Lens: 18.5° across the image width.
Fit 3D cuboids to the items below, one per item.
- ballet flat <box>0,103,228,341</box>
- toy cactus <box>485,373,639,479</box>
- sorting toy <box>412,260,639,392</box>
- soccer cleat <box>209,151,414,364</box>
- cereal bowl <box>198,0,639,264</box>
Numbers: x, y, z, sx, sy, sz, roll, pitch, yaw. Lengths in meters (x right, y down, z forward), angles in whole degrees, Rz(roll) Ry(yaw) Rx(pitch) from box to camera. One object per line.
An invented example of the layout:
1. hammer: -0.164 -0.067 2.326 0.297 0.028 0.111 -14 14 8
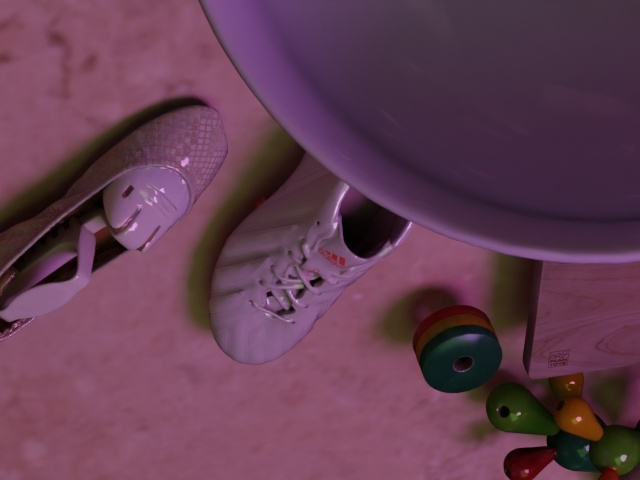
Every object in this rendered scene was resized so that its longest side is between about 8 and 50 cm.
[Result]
1. ballet flat: -0.109 -0.003 0.978 0.168 0.052 0.057 -35 131 14
2. toy cactus: 0.206 0.136 1.156 0.219 0.112 0.180 0 152 0
3. sorting toy: 0.185 0.005 1.079 0.274 0.046 0.132 -8 132 -10
4. soccer cleat: 0.000 0.000 0.997 0.068 0.076 0.196 15 125 -28
5. cereal bowl: 0.115 -0.163 0.771 0.339 0.339 0.141 -36 173 15
